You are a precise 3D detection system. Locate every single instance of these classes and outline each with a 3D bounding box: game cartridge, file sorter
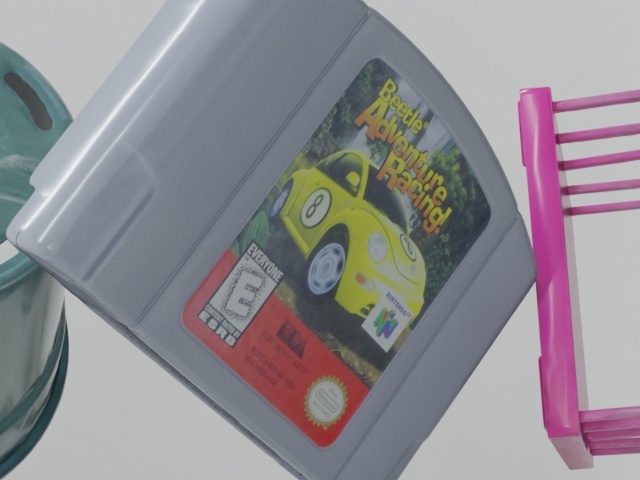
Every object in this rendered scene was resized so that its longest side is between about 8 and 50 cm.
[{"bbox_3d":[0.000,0.000,0.742,0.060,0.294,0.196,21,72,42],"label":"game cartridge"},{"bbox_3d":[0.234,0.031,0.969,0.290,0.182,0.202,46,-140,-73],"label":"file sorter"}]

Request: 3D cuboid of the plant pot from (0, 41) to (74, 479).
[{"bbox_3d":[-0.344,0.013,1.228,0.334,0.341,0.341,125,153,-55],"label":"plant pot"}]
